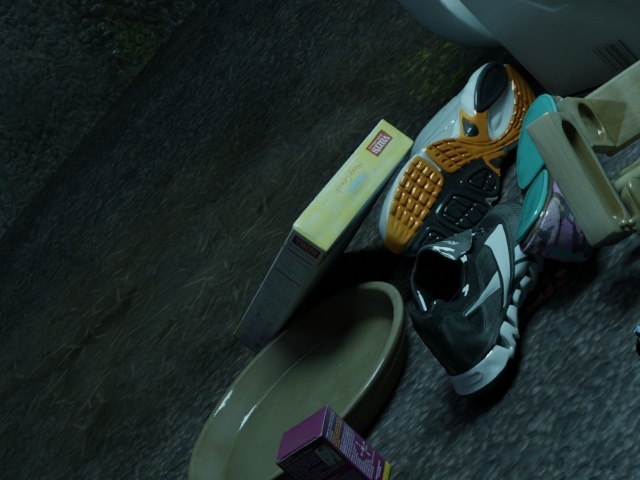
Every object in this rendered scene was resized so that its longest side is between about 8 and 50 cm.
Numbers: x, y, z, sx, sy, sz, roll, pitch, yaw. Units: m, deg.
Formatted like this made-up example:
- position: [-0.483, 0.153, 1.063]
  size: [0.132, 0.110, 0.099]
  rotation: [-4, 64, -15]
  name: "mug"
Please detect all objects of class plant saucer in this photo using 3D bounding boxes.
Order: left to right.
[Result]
- position: [-0.016, 0.153, 1.810]
  size: [0.278, 0.041, 0.278]
  rotation: [-40, 19, 17]
  name: "plant saucer"

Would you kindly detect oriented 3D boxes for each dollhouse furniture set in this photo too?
- position: [0.267, -0.088, 1.560]
  size: [0.123, 0.144, 0.151]
  rotation: [-35, -15, 27]
  name: "dollhouse furniture set"

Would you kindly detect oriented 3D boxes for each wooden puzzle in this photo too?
- position: [0.183, 0.049, 1.661]
  size: [0.083, 0.006, 0.049]
  rotation: [-41, 19, 12]
  name: "wooden puzzle"

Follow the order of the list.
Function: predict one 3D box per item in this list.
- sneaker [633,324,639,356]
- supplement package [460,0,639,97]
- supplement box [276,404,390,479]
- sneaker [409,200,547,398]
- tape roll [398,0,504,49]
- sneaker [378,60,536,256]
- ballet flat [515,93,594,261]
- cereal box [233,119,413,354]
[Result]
- position: [0.258, 0.053, 1.408]
  size: [0.073, 0.063, 0.162]
  rotation: [-41, 18, 22]
  name: "sneaker"
- position: [0.277, -0.279, 1.841]
  size: [0.262, 0.204, 0.145]
  rotation: [-14, 38, 57]
  name: "supplement package"
- position: [0.011, 0.190, 1.605]
  size: [0.055, 0.083, 0.043]
  rotation: [-34, 22, 27]
  name: "supplement box"
- position: [0.132, 0.024, 1.639]
  size: [0.078, 0.106, 0.234]
  rotation: [-30, 24, 36]
  name: "sneaker"
- position: [0.202, -0.346, 2.027]
  size: [0.286, 0.286, 0.100]
  rotation: [-50, 19, -14]
  name: "tape roll"
- position: [0.125, -0.064, 1.915]
  size: [0.121, 0.099, 0.262]
  rotation: [-36, 12, 52]
  name: "sneaker"
- position: [0.216, -0.048, 1.682]
  size: [0.077, 0.079, 0.221]
  rotation: [-56, 13, 32]
  name: "ballet flat"
- position: [0.000, 0.000, 1.934]
  size: [0.173, 0.047, 0.240]
  rotation: [-51, -5, -34]
  name: "cereal box"
